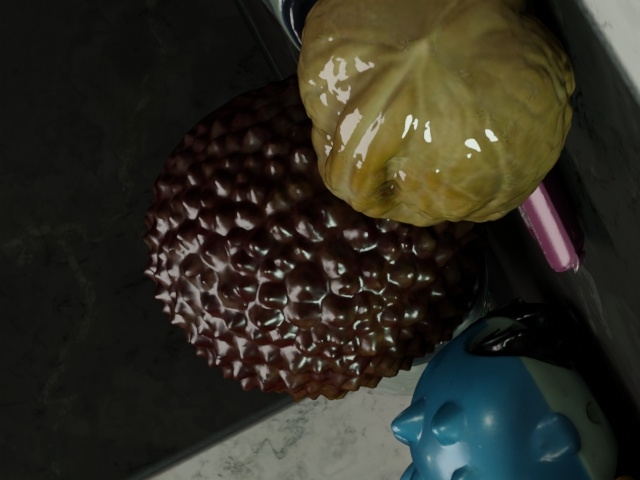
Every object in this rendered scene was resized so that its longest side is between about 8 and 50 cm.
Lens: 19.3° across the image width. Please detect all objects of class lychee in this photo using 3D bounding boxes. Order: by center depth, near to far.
[{"bbox_3d":[0.000,0.000,1.650,0.306,0.306,0.330,64,172,-26],"label":"lychee"}]

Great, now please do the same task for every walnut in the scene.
[{"bbox_3d":[0.061,-0.083,1.029,0.155,0.155,0.184,62,176,17],"label":"walnut"}]

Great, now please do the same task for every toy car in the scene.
[{"bbox_3d":[0.149,0.164,1.537,0.188,0.190,0.255,61,179,-3],"label":"toy car"}]

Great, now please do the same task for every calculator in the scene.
[{"bbox_3d":[0.137,-0.048,1.263,0.126,0.034,0.190,62,-176,-6],"label":"calculator"}]

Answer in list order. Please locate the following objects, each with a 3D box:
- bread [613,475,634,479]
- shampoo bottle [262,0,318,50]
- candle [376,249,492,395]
[{"bbox_3d":[0.232,0.281,1.365,0.195,0.143,0.269,49,177,25],"label":"bread"},{"bbox_3d":[-0.020,-0.257,1.978,0.134,0.078,0.359,60,179,-25],"label":"shampoo bottle"},{"bbox_3d":[0.091,0.067,1.954,0.187,0.187,0.330,62,179,19],"label":"candle"}]
